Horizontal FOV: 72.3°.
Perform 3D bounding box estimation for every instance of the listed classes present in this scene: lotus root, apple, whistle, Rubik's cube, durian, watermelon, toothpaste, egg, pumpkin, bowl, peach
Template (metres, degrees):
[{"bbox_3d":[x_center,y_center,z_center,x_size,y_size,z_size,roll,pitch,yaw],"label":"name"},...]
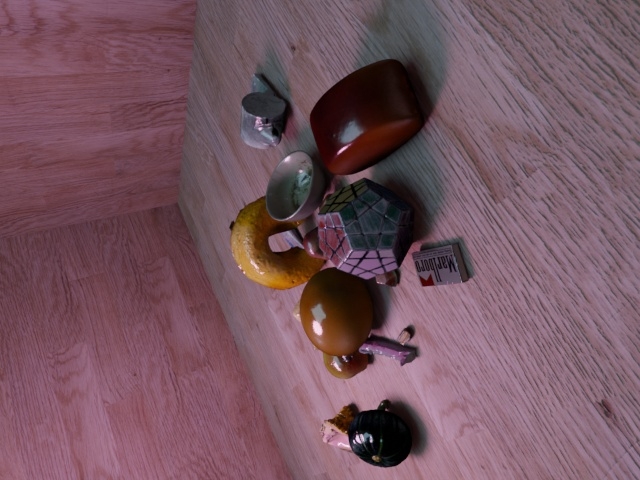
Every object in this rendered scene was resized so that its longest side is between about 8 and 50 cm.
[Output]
[{"bbox_3d":[0.300,0.336,1.549,0.037,0.030,0.083,29,140,10],"label":"lotus root"},{"bbox_3d":[0.099,0.473,1.838,0.207,0.173,0.189,-25,85,45],"label":"apple"},{"bbox_3d":[-0.244,-0.573,1.930,0.168,0.188,0.405,105,172,-50],"label":"whistle"},{"bbox_3d":[0.144,-0.037,1.390,0.319,0.319,0.264,48,116,37],"label":"Rubik's cube"},{"bbox_3d":[0.120,0.907,2.038,0.195,0.185,0.305,32,138,25],"label":"durian"},{"bbox_3d":[0.224,0.129,1.539,0.092,0.072,0.085,100,159,-46],"label":"watermelon"},{"bbox_3d":[-0.152,-0.036,2.113,0.299,0.073,0.114,56,146,14],"label":"toothpaste"},{"bbox_3d":[0.062,0.273,1.670,0.282,0.282,0.352,27,129,53],"label":"egg"},{"bbox_3d":[0.235,0.741,1.708,0.248,0.248,0.248,35,133,48],"label":"pumpkin"},{"bbox_3d":[-0.076,-0.196,1.742,0.289,0.146,0.290,-20,60,41],"label":"bowl"},{"bbox_3d":[0.000,0.000,1.795,0.152,0.152,0.152,35,133,48],"label":"peach"}]

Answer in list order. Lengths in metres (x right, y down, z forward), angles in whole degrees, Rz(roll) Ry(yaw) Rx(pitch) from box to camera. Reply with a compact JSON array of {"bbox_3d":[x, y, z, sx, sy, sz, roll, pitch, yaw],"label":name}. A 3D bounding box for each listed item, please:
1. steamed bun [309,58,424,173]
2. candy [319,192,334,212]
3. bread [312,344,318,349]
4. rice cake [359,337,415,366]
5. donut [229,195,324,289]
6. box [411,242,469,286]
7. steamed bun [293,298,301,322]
[{"bbox_3d":[0.111,-0.348,1.308,0.379,0.248,0.235,-32,76,61],"label":"steamed bun"},{"bbox_3d":[0.080,-0.065,1.654,0.234,0.102,0.104,66,150,18],"label":"candy"},{"bbox_3d":[0.014,0.401,1.963,0.127,0.152,0.147,-154,53,-66],"label":"bread"},{"bbox_3d":[0.241,0.411,1.640,0.290,0.081,0.051,-3,115,60],"label":"rice cake"},{"bbox_3d":[-0.180,0.017,1.881,0.163,0.377,0.435,-6,104,60],"label":"donut"},{"bbox_3d":[0.356,0.077,1.315,0.177,0.035,0.115,-18,89,61],"label":"box"},{"bbox_3d":[-0.013,0.285,1.873,0.231,0.212,0.110,58,177,21],"label":"steamed bun"}]
